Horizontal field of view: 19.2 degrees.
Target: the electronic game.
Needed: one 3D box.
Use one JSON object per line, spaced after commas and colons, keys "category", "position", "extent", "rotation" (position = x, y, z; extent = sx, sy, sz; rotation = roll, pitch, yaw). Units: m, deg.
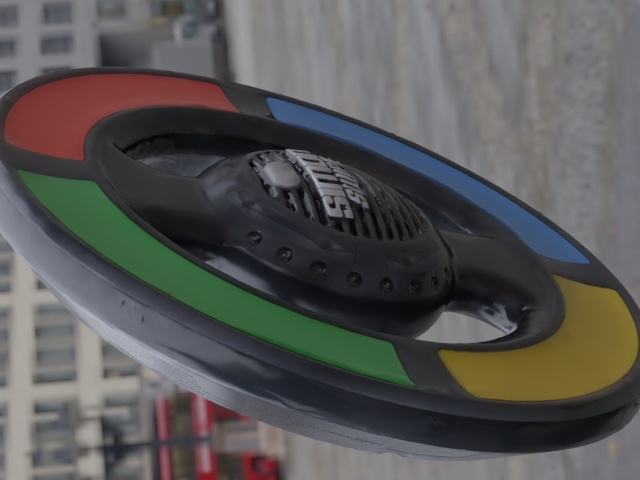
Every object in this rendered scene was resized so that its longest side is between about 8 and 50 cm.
{"category": "electronic game", "position": [0.000, 0.000, 0.611], "extent": [0.229, 0.229, 0.048], "rotation": [-102, 31, -65]}
